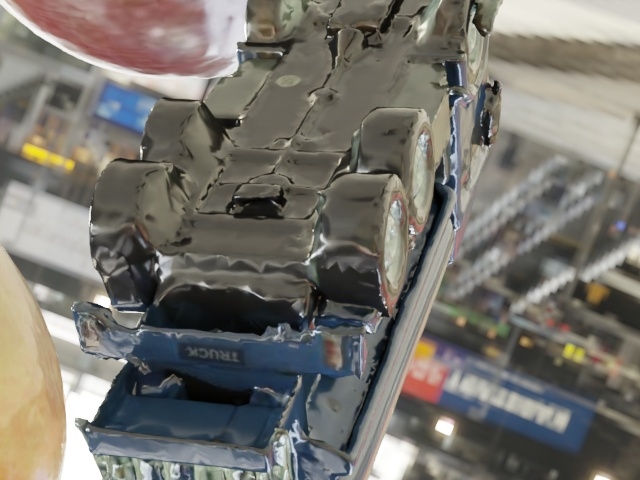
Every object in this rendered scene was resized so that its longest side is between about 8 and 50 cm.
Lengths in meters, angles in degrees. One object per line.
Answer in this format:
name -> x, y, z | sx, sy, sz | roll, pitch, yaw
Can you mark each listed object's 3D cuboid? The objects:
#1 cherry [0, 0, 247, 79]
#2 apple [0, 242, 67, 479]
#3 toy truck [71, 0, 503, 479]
cherry -> -0.087, -0.212, 0.858 | 0.221, 0.261, 0.307 | -6, 161, 24
apple -> -0.361, 0.111, 1.155 | 0.391, 0.391, 0.346 | 22, 173, 5
toy truck -> 0.000, 0.000, 0.457 | 0.074, 0.088, 0.201 | 3, -147, 16
